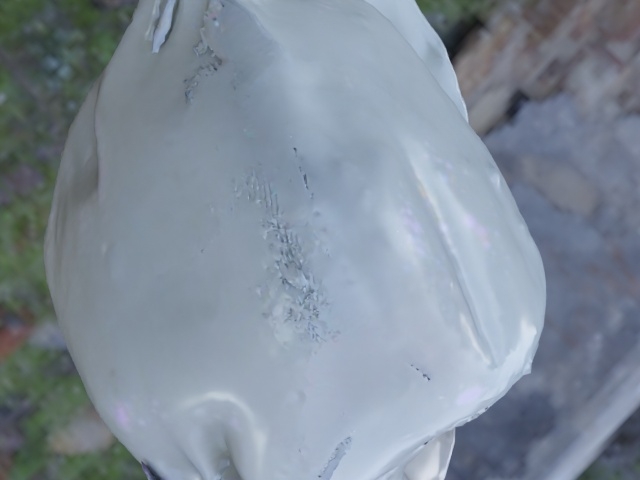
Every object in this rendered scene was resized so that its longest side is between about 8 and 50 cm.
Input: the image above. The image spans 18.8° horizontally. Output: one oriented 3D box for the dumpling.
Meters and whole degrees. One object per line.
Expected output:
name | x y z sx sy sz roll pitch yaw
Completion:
dumpling | 0.000 0.000 0.503 0.118 0.199 0.136 -3 -173 39
